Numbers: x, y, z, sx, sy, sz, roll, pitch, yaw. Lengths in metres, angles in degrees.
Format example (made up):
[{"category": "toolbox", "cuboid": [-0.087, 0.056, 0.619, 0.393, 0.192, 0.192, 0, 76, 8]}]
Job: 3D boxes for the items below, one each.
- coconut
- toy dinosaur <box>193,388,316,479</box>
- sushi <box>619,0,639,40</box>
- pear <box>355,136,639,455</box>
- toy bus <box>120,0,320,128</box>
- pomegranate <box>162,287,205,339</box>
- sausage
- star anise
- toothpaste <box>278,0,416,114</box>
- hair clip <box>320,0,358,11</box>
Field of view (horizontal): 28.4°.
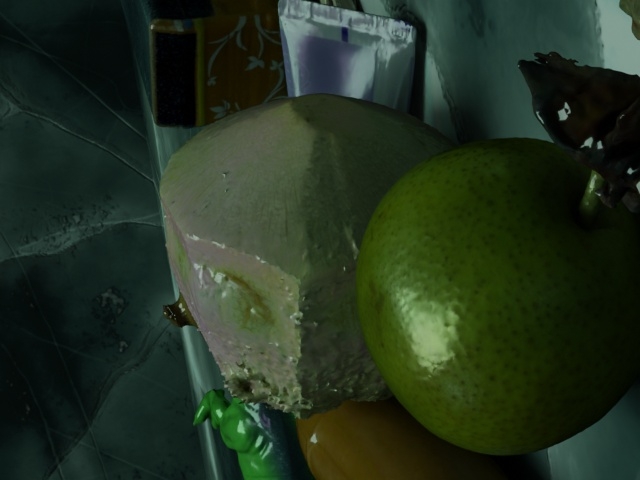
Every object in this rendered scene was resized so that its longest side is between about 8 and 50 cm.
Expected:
[{"category": "coconut", "cuboid": [0.000, 0.000, 0.951, 0.245, 0.233, 0.233, 87, 166, -47]}, {"category": "toy dinosaur", "cuboid": [-0.061, 0.224, 1.573, 0.374, 0.144, 0.500, -122, 21, -47]}, {"category": "sushi", "cuboid": [0.167, -0.121, 0.567, 0.192, 0.050, 0.215, 105, 152, -60]}, {"category": "pear", "cuboid": [0.115, 0.018, 0.695, 0.216, 0.166, 0.180, -50, 35, 44]}, {"category": "toy bus", "cuboid": [-0.120, -0.280, 1.325, 0.162, 0.194, 0.323, 96, 159, -51]}, {"category": "pomegranate", "cuboid": [-0.089, 0.047, 1.438, 0.196, 0.196, 0.196, 170, 90, -76]}, {"category": "sausage", "cuboid": [0.091, 0.205, 0.950, 0.134, 0.116, 0.354, 43, 179, -30]}, {"category": "star anise", "cuboid": [0.150, -0.035, 0.575, 0.124, 0.056, 0.129, 38, -175, 23]}, {"category": "toothpaste", "cuboid": [0.026, -0.032, 1.113, 0.125, 0.080, 0.371, 16, 131, 25]}, {"category": "hair clip", "cuboid": [0.024, -0.192, 1.140, 0.072, 0.034, 0.226, 112, 148, -59]}]
